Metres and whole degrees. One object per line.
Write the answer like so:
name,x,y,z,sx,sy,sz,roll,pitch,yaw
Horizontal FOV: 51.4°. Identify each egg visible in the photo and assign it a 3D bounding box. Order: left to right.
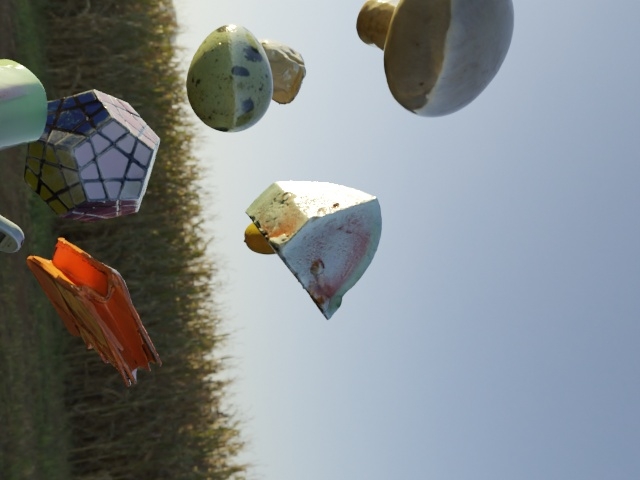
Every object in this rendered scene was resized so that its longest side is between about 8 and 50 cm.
egg,-0.183,-0.333,1.364,0.177,0.177,0.228,153,-56,-75

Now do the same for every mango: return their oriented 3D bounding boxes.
mango,-0.145,-0.010,2.244,0.251,0.156,0.114,9,-67,33

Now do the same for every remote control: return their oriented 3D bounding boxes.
remote control,-0.791,-0.055,1.516,0.087,0.244,0.047,-36,-152,35

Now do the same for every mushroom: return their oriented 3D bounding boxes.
mushroom,0.152,-0.276,0.861,0.209,0.206,0.206,62,-22,22

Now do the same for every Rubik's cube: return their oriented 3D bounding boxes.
Rubik's cube,-0.535,-0.194,1.572,0.264,0.319,0.319,78,-4,-55

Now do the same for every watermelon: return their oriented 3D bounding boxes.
watermelon,0.000,0.000,1.385,0.319,0.290,0.214,65,26,3

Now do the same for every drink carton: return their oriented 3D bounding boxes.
drink carton,-0.451,-0.173,0.870,0.146,0.142,0.144,34,-56,14

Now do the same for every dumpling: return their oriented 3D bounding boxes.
dumpling,-0.124,-0.465,1.838,0.247,0.142,0.172,41,-44,34

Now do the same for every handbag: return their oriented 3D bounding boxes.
handbag,-0.572,0.168,1.675,0.410,0.116,0.303,19,-44,48
